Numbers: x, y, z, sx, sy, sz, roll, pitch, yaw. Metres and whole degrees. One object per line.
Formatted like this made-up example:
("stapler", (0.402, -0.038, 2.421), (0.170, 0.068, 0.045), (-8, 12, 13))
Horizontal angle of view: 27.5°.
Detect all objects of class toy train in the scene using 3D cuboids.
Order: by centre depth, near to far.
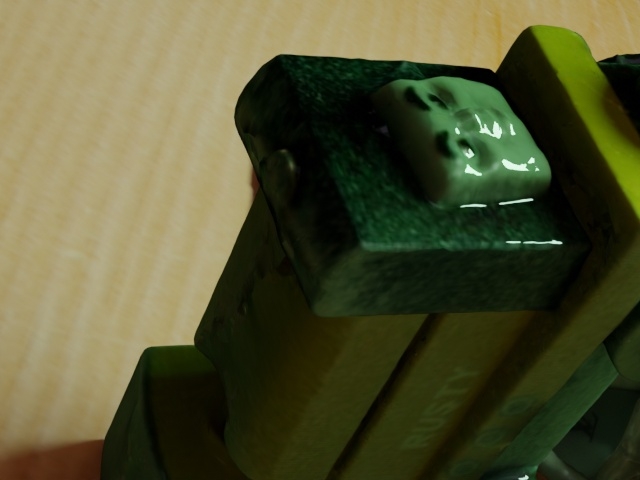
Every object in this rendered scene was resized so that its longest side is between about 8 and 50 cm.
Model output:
("toy train", (0.050, 0.054, 0.635), (0.253, 0.397, 0.160), (1, 50, -26))

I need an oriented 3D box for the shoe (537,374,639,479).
("shoe", (0.247, 0.148, 0.834), (0.293, 0.109, 0.149), (17, 0, 19))
